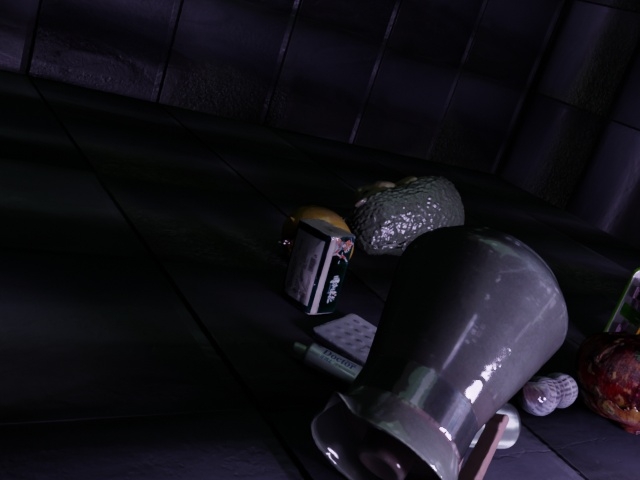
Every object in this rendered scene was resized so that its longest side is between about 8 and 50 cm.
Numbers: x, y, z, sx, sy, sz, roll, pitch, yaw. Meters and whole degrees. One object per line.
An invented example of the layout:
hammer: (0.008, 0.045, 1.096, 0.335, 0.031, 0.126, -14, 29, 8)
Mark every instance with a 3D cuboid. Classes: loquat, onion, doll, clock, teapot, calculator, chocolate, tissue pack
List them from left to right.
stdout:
tissue pack: (-0.007, 0.052, 1.412, 0.103, 0.170, 0.090, 30, 21, 37)
loquat: (0.000, 0.000, 1.617, 0.172, 0.150, 0.204, 29, 9, 42)
calculator: (0.122, 0.216, 1.302, 0.261, 0.021, 0.161, 28, 20, 28)
doll: (0.224, -0.064, 1.926, 0.349, 0.248, 0.247, -15, 35, -35)
teapot: (0.169, 0.181, 0.952, 0.253, 0.300, 0.344, -4, 37, 48)
chocolate: (0.424, 0.285, 1.321, 0.167, 0.072, 0.072, 3, 23, -47)
onion: (0.607, 0.273, 1.356, 0.246, 0.190, 0.246, 11, 1, 0)
clock: (0.804, 0.230, 1.604, 0.166, 0.235, 0.309, 12, 19, -17)

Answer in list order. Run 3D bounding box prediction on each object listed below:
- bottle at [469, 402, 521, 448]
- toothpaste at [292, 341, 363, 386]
bottle: (0.190, 0.276, 1.097, 0.253, 0.080, 0.096, 10, 9, -26)
toothpaste: (0.052, 0.224, 1.179, 0.218, 0.041, 0.064, 25, 30, 11)
